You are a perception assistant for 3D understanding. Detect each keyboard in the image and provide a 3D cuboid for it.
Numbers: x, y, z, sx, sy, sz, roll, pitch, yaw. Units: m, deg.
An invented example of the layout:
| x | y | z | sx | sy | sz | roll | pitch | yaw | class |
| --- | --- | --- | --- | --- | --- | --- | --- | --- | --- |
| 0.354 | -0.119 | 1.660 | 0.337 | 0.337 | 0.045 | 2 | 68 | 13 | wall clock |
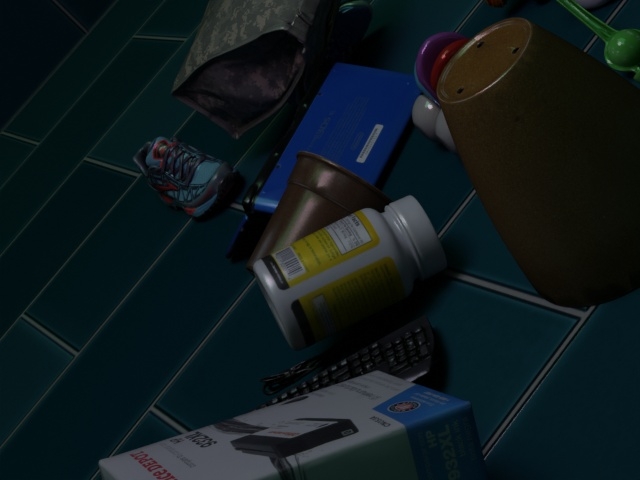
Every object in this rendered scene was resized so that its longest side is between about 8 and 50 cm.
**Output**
| x | y | z | sx | sy | sz | roll | pitch | yaw | class |
| --- | --- | --- | --- | --- | --- | --- | --- | --- | --- |
| -0.010 | 0.172 | 1.618 | 0.317 | 0.033 | 0.201 | -29 | 18 | 9 | keyboard |

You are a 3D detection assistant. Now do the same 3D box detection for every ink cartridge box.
| x | y | z | sx | sy | sz | roll | pitch | yaw | class |
| --- | --- | --- | --- | --- | --- | --- | --- | --- | --- |
| -0.027 | 0.236 | 1.309 | 0.307 | 0.129 | 0.223 | -16 | 9 | -19 | ink cartridge box |

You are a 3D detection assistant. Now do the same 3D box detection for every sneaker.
| x | y | z | sx | sy | sz | roll | pitch | yaw | class |
| --- | --- | --- | --- | --- | --- | --- | --- | --- | --- |
| 0.015 | -0.298 | 2.279 | 0.211 | 0.080 | 0.081 | -51 | 31 | 12 | sneaker |
| -0.234 | -0.111 | 2.305 | 0.104 | 0.125 | 0.262 | -55 | 27 | -16 | sneaker |

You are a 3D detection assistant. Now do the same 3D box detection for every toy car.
| x | y | z | sx | sy | sz | roll | pitch | yaw | class |
| --- | --- | --- | --- | --- | --- | --- | --- | --- | --- |
| 0.184 | -0.208 | 1.822 | 0.159 | 0.136 | 0.182 | -46 | 26 | -1 | toy car |

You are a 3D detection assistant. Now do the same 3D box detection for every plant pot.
| x | y | z | sx | sy | sz | roll | pitch | yaw | class |
| --- | --- | --- | --- | --- | --- | --- | --- | --- | --- |
| 0.243 | -0.103 | 1.454 | 0.237 | 0.254 | 0.237 | -34 | 28 | 21 | plant pot |
| 0.000 | 0.000 | 1.785 | 0.165 | 0.167 | 0.167 | -59 | 28 | -8 | plant pot |

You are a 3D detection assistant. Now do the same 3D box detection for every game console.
| x | y | z | sx | sy | sz | roll | pitch | yaw | class |
| --- | --- | --- | --- | --- | --- | --- | --- | --- | --- |
| 0.007 | -0.102 | 2.056 | 0.250 | 0.173 | 0.293 | 13 | 57 | 24 | game console |

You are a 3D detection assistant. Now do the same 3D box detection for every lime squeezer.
| x | y | z | sx | sy | sz | roll | pitch | yaw | class |
| --- | --- | --- | --- | --- | --- | --- | --- | --- | --- |
| 0.353 | -0.229 | 1.643 | 0.059 | 0.110 | 0.310 | -60 | 19 | 11 | lime squeezer |

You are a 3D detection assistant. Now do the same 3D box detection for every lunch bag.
| x | y | z | sx | sy | sz | roll | pitch | yaw | class |
| --- | --- | --- | --- | --- | --- | --- | --- | --- | --- |
| -0.071 | -0.330 | 2.176 | 0.287 | 0.169 | 0.235 | -31 | 33 | 48 | lunch bag |

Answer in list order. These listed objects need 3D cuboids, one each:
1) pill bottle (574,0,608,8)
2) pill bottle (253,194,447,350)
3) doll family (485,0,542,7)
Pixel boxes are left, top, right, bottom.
| x | y | z | sx | sy | sz | roll | pitch | yaw | class |
| --- | --- | --- | --- | --- | --- | --- | --- | --- | --- |
| 0.365 | -0.403 | 1.874 | 0.103 | 0.103 | 0.184 | -17 | 38 | 44 | pill bottle |
| 0.036 | 0.035 | 1.661 | 0.208 | 0.119 | 0.119 | -26 | 26 | -6 | pill bottle |
| 0.256 | -0.426 | 2.015 | 0.118 | 0.163 | 0.263 | -1 | 31 | -4 | doll family |
